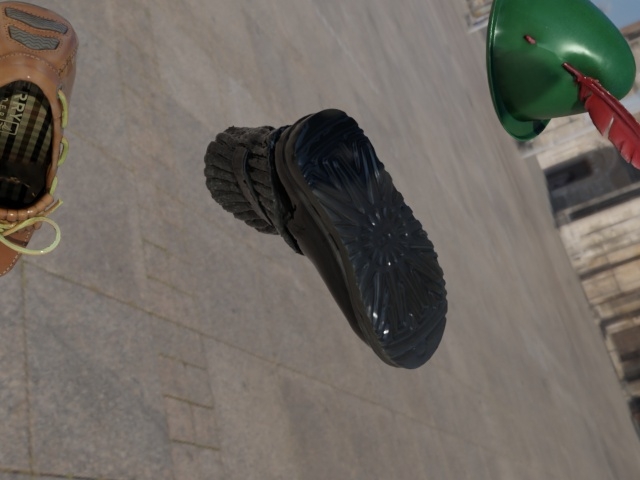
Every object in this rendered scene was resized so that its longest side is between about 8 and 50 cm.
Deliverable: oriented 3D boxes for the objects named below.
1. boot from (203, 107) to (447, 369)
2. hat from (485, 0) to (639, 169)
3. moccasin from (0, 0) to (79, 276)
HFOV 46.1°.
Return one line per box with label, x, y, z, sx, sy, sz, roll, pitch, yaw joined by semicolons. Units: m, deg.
boot;0.003;-0.003;0.965;0.131;0.260;0.348;-32;105;-29
hat;0.273;-0.161;0.681;0.173;0.183;0.209;-49;133;-28
moccasin;-0.344;-0.070;0.821;0.139;0.380;0.147;16;47;-30
